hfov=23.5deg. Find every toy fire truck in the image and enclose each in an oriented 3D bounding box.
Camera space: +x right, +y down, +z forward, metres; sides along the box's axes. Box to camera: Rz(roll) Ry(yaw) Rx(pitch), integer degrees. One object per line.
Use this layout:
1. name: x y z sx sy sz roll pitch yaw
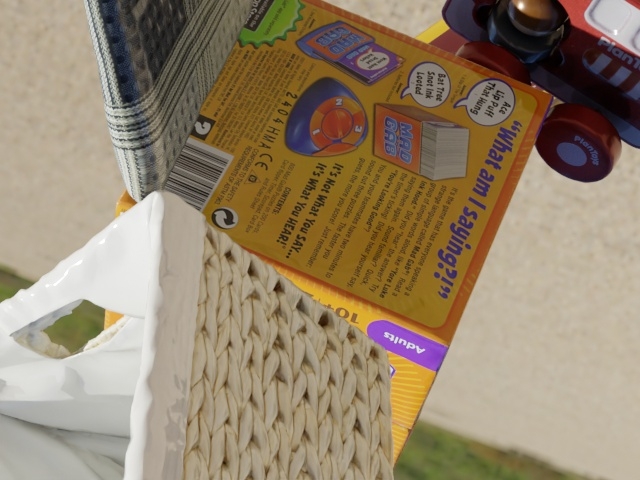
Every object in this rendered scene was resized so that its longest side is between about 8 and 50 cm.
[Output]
1. toy fire truck: 0.291 -0.227 1.722 0.302 0.169 0.254 35 151 3

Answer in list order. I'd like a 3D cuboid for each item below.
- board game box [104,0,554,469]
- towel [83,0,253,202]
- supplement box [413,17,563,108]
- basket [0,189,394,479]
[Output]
1. board game box: 0.000 0.000 1.716 0.356 0.356 0.356 23 145 5
2. towel: -0.132 -0.245 1.259 0.056 0.324 0.312 2 127 14
3. supplement box: 0.247 -0.236 2.209 0.194 0.191 0.129 58 -170 15
4. basket: -0.138 0.204 1.168 0.328 0.331 0.266 -34 128 31
